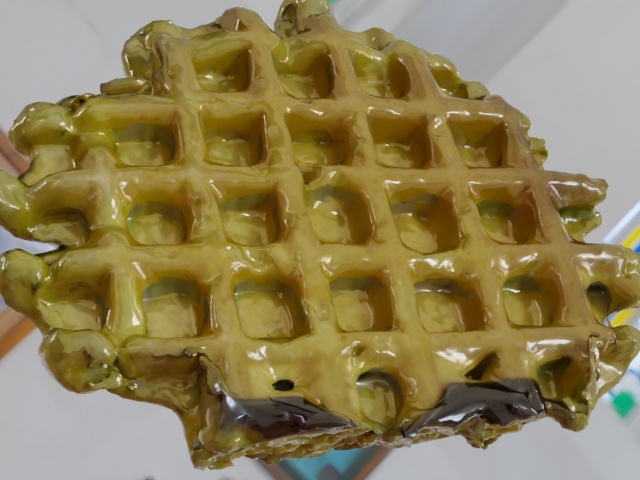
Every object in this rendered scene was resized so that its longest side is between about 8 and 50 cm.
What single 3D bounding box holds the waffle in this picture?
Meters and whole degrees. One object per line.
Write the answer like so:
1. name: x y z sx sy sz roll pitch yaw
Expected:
1. waffle: 0.001 -0.002 0.693 0.307 0.312 0.060 44 -36 16
